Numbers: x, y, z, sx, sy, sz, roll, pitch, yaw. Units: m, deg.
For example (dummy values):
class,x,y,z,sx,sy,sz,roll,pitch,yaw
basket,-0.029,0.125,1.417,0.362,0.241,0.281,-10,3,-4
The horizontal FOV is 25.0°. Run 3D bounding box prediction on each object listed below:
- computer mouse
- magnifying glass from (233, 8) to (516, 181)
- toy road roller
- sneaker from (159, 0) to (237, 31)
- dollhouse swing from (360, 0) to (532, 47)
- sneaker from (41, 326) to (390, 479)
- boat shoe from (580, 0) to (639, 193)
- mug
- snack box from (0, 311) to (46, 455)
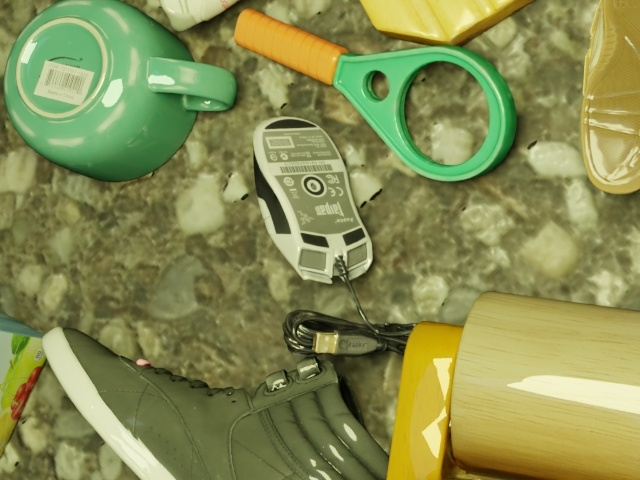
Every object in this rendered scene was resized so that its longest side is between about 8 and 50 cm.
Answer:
class,x,y,z,sx,sy,sz,roll,pitch,yaw
computer mouse,0.000,0.000,1.002,0.042,0.106,0.193,-54,48,49
magnifying glass,0.034,-0.113,1.018,0.231,0.026,0.092,27,116,29
toy road roller,0.119,0.191,0.829,0.202,0.240,0.330,7,83,21
sneaker,-0.136,-0.253,1.070,0.115,0.090,0.232,-35,69,-4
dollhouse swing,0.066,-0.354,0.935,0.347,0.315,0.305,-31,61,12
sneaker,-0.063,0.122,0.995,0.147,0.104,0.295,-45,58,-10
boat shoe,0.204,-0.107,0.949,0.063,0.059,0.170,8,78,9
mug,-0.156,-0.121,1.062,0.157,0.097,0.129,-33,71,13
snack box,-0.300,0.143,1.028,0.070,0.174,0.207,24,89,23
